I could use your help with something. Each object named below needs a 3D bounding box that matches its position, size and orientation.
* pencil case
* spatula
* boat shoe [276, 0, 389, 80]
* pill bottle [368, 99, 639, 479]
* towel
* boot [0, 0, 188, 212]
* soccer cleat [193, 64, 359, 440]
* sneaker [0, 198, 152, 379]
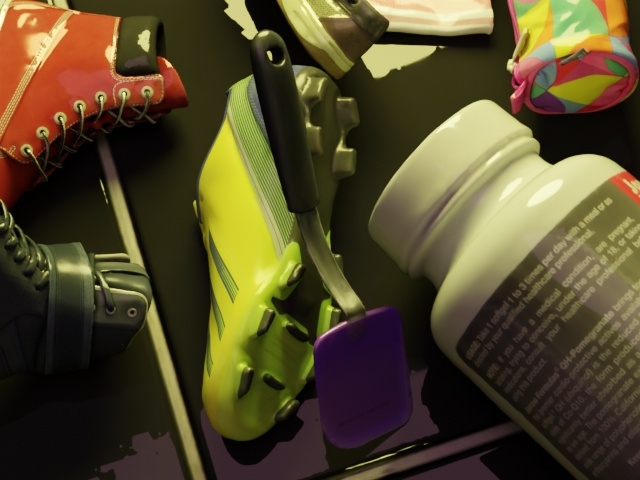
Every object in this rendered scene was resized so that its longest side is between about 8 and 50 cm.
[{"bbox_3d":[0.188,-0.214,0.960,0.105,0.104,0.236,-3,66,1],"label":"pencil case"},{"bbox_3d":[0.000,0.000,0.832,0.084,0.030,0.296,-21,96,-35],"label":"spatula"},{"bbox_3d":[-0.011,-0.229,0.968,0.073,0.080,0.223,-31,62,11],"label":"boat shoe"},{"bbox_3d":[0.187,0.055,0.806,0.176,0.176,0.318,-42,73,-14],"label":"pill bottle"},{"bbox_3d":[0.073,-0.262,1.020,0.144,0.029,0.197,1,68,4],"label":"towel"},{"bbox_3d":[-0.198,-0.077,0.927,0.176,0.088,0.244,8,65,4],"label":"boot"},{"bbox_3d":[-0.048,0.006,0.899,0.121,0.093,0.289,-2,69,34],"label":"soccer cleat"},{"bbox_3d":[-0.199,-0.001,0.833,0.164,0.226,0.086,-4,32,-16],"label":"sneaker"}]
